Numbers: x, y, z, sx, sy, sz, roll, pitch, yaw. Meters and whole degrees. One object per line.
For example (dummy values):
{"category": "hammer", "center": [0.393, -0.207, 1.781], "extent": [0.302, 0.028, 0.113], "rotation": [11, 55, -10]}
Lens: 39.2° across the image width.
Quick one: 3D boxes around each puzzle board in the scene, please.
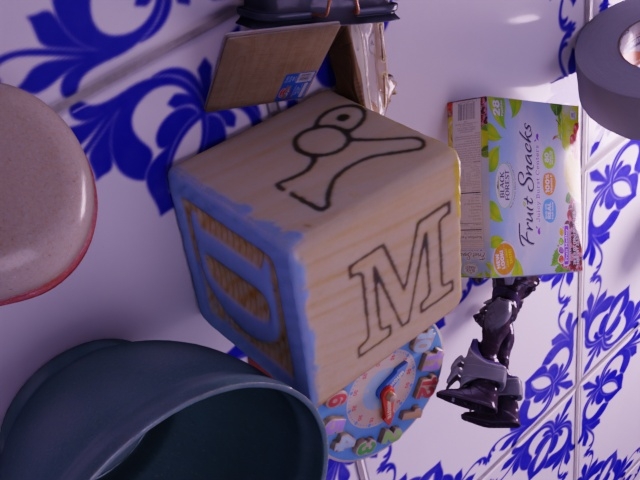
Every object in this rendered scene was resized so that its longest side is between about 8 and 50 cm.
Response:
{"category": "puzzle board", "center": [-0.045, -0.149, 0.770], "extent": [0.096, 0.011, 0.128], "rotation": [-12, 165, -19]}

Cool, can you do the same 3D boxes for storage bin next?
{"category": "storage bin", "center": [-0.002, -0.231, 0.764], "extent": [0.135, 0.098, 0.091], "rotation": [-11, 113, -20]}

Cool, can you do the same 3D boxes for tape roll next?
{"category": "tape roll", "center": [0.434, -0.222, 1.129], "extent": [0.219, 0.219, 0.072], "rotation": [-42, 137, -19]}

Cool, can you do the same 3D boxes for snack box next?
{"category": "snack box", "center": [0.234, -0.061, 1.075], "extent": [0.175, 0.070, 0.207], "rotation": [-1, 89, -38]}

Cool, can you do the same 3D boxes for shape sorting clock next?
{"category": "shape sorting clock", "center": [0.074, 0.179, 1.083], "extent": [0.206, 0.040, 0.206], "rotation": [-25, 130, -34]}

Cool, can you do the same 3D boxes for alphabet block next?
{"category": "alphabet block", "center": [0.000, 0.000, 0.852], "extent": [0.197, 0.192, 0.193], "rotation": [-31, 135, -28]}

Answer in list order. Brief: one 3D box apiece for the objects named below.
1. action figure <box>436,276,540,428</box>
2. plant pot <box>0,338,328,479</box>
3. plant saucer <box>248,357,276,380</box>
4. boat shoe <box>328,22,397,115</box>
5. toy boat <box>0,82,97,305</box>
{"category": "action figure", "center": [0.239, 0.097, 1.198], "extent": [0.185, 0.099, 0.285], "rotation": [60, 42, -55]}
{"category": "plant pot", "center": [-0.167, 0.207, 0.805], "extent": [0.293, 0.196, 0.293], "rotation": [-25, 129, -34]}
{"category": "plant saucer", "center": [0.032, 0.130, 1.078], "extent": [0.259, 0.048, 0.258], "rotation": [-26, 131, -31]}
{"category": "boat shoe", "center": [0.049, -0.155, 0.899], "extent": [0.059, 0.063, 0.170], "rotation": [-28, 131, -23]}
{"category": "toy boat", "center": [-0.270, -0.016, 0.613], "extent": [0.231, 0.151, 0.151], "rotation": [-10, 82, -14]}
